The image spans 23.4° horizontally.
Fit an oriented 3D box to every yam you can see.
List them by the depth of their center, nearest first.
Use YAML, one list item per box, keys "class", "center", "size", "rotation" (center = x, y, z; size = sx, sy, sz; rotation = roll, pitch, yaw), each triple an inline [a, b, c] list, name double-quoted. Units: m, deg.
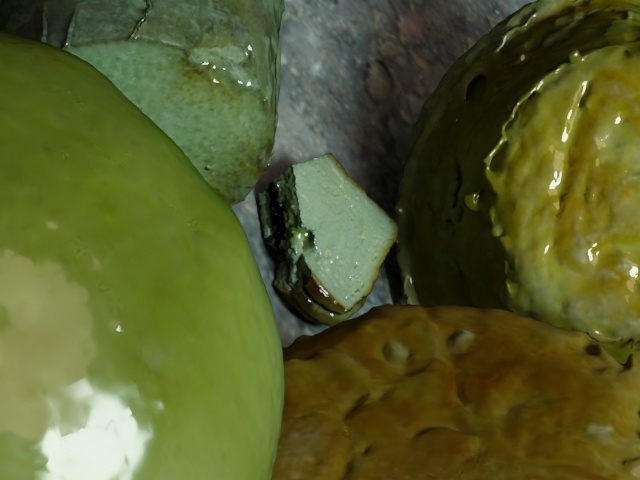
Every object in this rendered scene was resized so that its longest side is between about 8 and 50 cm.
- class: "yam"
  center: [-0.098, -0.139, 0.874]
  size: [0.161, 0.161, 0.268]
  rotation: [28, 44, -30]

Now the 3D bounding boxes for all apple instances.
- class: "apple"
  center: [-0.154, 0.058, 0.587]
  size: [0.292, 0.292, 0.254]
  rotation: [48, 70, -10]

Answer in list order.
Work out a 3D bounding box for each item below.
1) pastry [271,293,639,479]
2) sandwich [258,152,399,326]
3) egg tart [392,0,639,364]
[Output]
- class: "pastry"
  center: [0.056, 0.177, 0.761]
  size: [0.285, 0.184, 0.315]
  rotation: [4, 39, 5]
- class: "sandwich"
  center: [0.000, 0.000, 0.969]
  size: [0.093, 0.036, 0.105]
  rotation: [41, 43, -19]
- class: "egg tart"
  center: [0.198, -0.018, 0.974]
  size: [0.132, 0.341, 0.341]
  rotation: [52, 14, -78]
